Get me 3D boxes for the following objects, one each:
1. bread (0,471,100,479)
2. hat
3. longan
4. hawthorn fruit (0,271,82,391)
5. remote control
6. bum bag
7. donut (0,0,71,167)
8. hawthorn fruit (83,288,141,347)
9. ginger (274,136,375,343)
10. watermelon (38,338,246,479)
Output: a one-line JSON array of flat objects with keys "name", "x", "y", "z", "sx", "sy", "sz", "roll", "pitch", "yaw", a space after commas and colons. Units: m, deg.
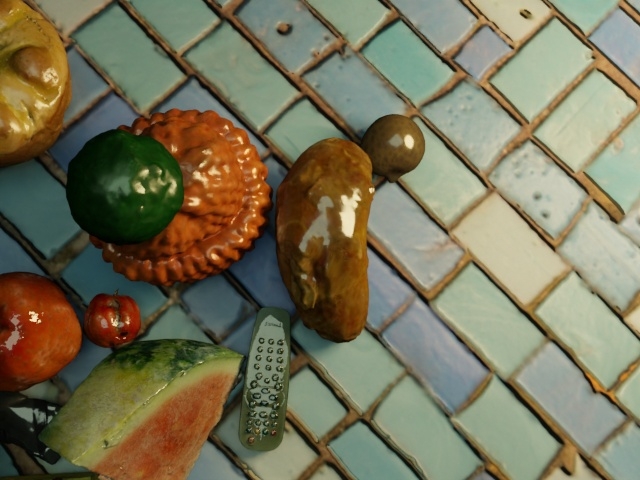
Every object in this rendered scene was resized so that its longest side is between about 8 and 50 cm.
[{"name": "bread", "x": -0.445, "y": 0.393, "z": 0.974, "sx": 0.226, "sy": 0.049, "sz": 0.088, "roll": -3, "pitch": 82, "yaw": -4}, {"name": "hat", "x": -0.212, "y": -0.091, "z": 0.897, "sx": 0.285, "sy": 0.400, "sz": 0.285, "roll": 1, "pitch": 77, "yaw": -3}, {"name": "longan", "x": 0.119, "y": -0.151, "z": 1.085, "sx": 0.113, "sy": 0.092, "sz": 0.113, "roll": 0, "pitch": 93, "yaw": -11}, {"name": "hawthorn fruit", "x": -0.439, "y": 0.130, "z": 0.955, "sx": 0.189, "sy": 0.189, "sz": 0.189, "roll": 1, "pitch": 81, "yaw": -4}, {"name": "remote control", "x": -0.084, "y": 0.216, "z": 1.036, "sx": 0.072, "sy": 0.042, "sz": 0.222, "roll": 6, "pitch": 82, "yaw": -3}, {"name": "bum bag", "x": -0.468, "y": 0.266, "z": 0.993, "sx": 0.197, "sy": 0.049, "sz": 0.087, "roll": 24, "pitch": 85, "yaw": -1}, {"name": "donut", "x": -0.544, "y": -0.246, "z": 1.012, "sx": 0.317, "sy": 0.150, "sz": 0.299, "roll": 39, "pitch": 78, "yaw": 6}, {"name": "hawthorn fruit", "x": -0.321, "y": 0.118, "z": 1.013, "sx": 0.093, "sy": 0.093, "sz": 0.093, "roll": 1, "pitch": 81, "yaw": -4}, {"name": "ginger", "x": 0.000, "y": 0.000, "z": 1.018, "sx": 0.172, "sy": 0.165, "sz": 0.321, "roll": 3, "pitch": 90, "yaw": -40}, {"name": "watermelon", "x": -0.249, "y": 0.255, "z": 0.953, "sx": 0.193, "sy": 0.232, "sz": 0.310, "roll": 31, "pitch": 35, "yaw": 3}]
